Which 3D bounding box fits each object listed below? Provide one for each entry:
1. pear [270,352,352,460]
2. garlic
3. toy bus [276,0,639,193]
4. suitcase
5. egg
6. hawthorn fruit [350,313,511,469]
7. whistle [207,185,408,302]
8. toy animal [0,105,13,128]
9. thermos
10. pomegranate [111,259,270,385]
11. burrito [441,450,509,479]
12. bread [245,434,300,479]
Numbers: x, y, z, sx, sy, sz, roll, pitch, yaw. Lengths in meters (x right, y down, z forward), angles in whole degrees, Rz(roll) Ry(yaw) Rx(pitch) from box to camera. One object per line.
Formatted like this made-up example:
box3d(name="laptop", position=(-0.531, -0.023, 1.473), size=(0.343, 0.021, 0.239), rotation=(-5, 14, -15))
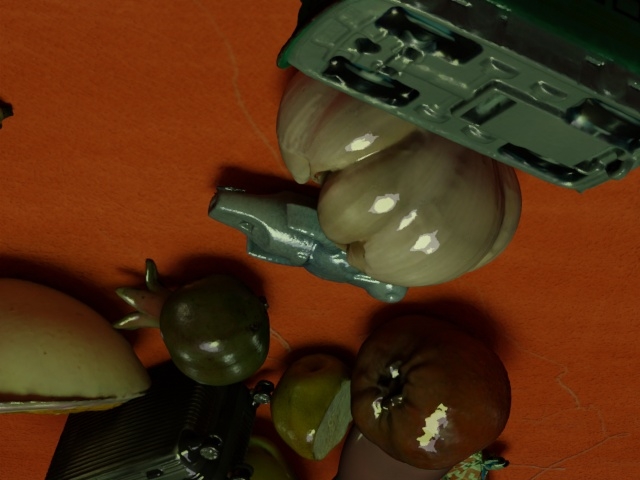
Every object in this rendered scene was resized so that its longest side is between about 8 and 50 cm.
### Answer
box3d(name="pear", position=(-0.016, 0.215, 1.740), size=(0.104, 0.141, 0.141), rotation=(21, 149, 25))
box3d(name="garlic", position=(0.077, -0.049, 1.335), size=(0.281, 0.185, 0.203), rotation=(31, 123, -35))
box3d(name="toy bus", position=(0.153, -0.194, 1.136), size=(0.343, 0.200, 0.183), rotation=(21, 157, -21))
box3d(name="suitcase", position=(-0.222, 0.274, 1.776), size=(0.312, 0.202, 0.128), rotation=(-22, 125, 30))
box3d(name="egg", position=(-0.351, 0.134, 1.633), size=(0.286, 0.174, 0.264), rotation=(1, 174, -26))
box3d(name="hawthorn fruit", position=(0.160, 0.192, 1.665), size=(0.199, 0.200, 0.251), rotation=(-31, 154, 36))
box3d(name="whistle", position=(0.000, 0.000, 1.491), size=(0.269, 0.093, 0.180), rotation=(17, 165, -14))
box3d(name="toy animal", position=(-0.444, -0.125, 1.385), size=(0.218, 0.103, 0.101), rotation=(17, 116, -10))
box3d(name="thermos", position=(0.091, 0.319, 1.826), size=(0.145, 0.176, 0.265), rotation=(16, 139, -13))
box3d(name="pomegranate", position=(-0.154, 0.098, 1.615), size=(0.191, 0.131, 0.152), rotation=(16, 152, 21))
box3d(name="burrito", position=(0.227, 0.336, 1.932), size=(0.104, 0.054, 0.288), rotation=(-5, 141, 11))
box3d(name="bread", position=(-0.114, 0.450, 1.924), size=(0.251, 0.208, 0.377), rotation=(-37, 149, -15))
